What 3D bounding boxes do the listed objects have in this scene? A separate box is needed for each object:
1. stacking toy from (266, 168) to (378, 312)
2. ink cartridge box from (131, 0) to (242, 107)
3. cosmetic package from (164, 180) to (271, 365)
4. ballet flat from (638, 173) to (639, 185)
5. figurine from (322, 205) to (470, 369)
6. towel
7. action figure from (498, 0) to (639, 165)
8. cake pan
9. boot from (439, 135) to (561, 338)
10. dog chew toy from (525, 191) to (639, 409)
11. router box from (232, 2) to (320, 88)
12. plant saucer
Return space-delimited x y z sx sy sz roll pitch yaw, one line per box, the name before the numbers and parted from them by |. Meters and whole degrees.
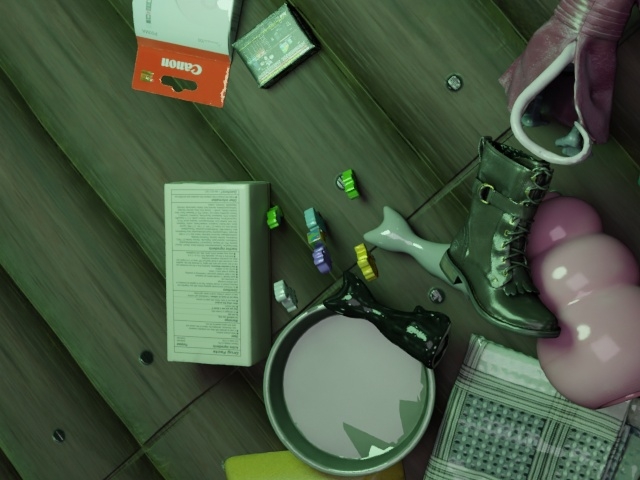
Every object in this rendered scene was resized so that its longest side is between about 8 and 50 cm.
stacking toy | 0.000 0.000 1.669 0.167 0.052 0.221 -23 49 17
ink cartridge box | -0.240 -0.365 1.753 0.189 0.066 0.232 14 95 16
cosmetic package | -0.175 0.053 1.740 0.160 0.113 0.309 2 96 17
ballet flat | 0.519 -0.135 1.548 0.041 0.041 0.114 11 99 16
figurine | 0.140 0.066 1.634 0.210 0.092 0.214 27 78 18
towel | 0.349 0.348 1.632 0.324 0.056 0.312 20 100 14
action figure | 0.378 -0.324 1.462 0.248 0.276 0.370 29 117 19
cake pan | 0.051 0.246 1.695 0.293 0.054 0.293 -1 85 14
boot | 0.279 -0.008 1.448 0.263 0.091 0.229 44 124 43
dog chew toy | 0.402 0.081 1.522 0.207 0.207 0.331 -24 71 18
router box | -0.075 -0.329 1.712 0.122 0.038 0.092 -34 84 18
plant saucer | -0.003 0.533 1.747 0.333 0.081 0.332 -10 93 18
